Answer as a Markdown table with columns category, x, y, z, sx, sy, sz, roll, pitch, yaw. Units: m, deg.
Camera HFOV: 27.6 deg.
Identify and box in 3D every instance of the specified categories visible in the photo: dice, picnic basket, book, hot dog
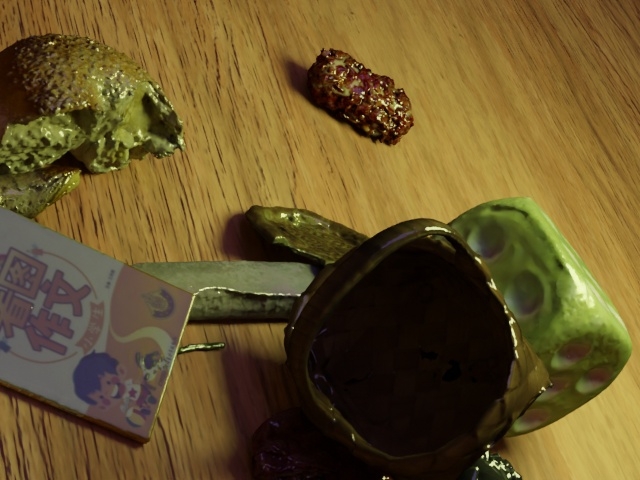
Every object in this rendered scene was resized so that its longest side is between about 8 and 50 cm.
| category | x | y | z | sx | sy | sz | roll | pitch | yaw |
| --- | --- | --- | --- | --- | --- | --- | --- | --- | --- |
| dice | 0.271 | 0.111 | 1.848 | 0.254 | 0.249 | 0.252 | 38 | 21 | -52 |
| picnic basket | 0.085 | 0.112 | 1.590 | 0.337 | 0.293 | 0.337 | 47 | -5 | 5 |
| book | -0.308 | 0.096 | 1.557 | 0.295 | 0.020 | 0.208 | 26 | 58 | -18 |
| hot dog | -0.386 | -0.055 | 1.668 | 0.168 | 0.061 | 0.078 | -9 | 22 | -23 |

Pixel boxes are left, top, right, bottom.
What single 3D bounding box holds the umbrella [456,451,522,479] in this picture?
| category | x | y | z | sx | sy | sz | roll | pitch | yaw |
| --- | --- | --- | --- | --- | --- | --- | --- | --- | --- |
| umbrella | 0.175 | 0.408 | 1.618 | 0.154 | 0.128 | 0.337 | 16 | 45 | -5 |

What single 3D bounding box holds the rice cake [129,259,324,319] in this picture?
| category | x | y | z | sx | sy | sz | roll | pitch | yaw |
| --- | --- | --- | --- | --- | --- | --- | --- | --- | --- |
| rice cake | -0.105 | 0.071 | 1.775 | 0.399 | 0.064 | 0.070 | 1 | 45 | -40 |

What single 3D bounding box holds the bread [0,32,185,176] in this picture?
| category | x | y | z | sx | sy | sz | roll | pitch | yaw |
| --- | --- | --- | --- | --- | --- | --- | --- | --- | --- |
| bread | -0.337 | -0.194 | 1.772 | 0.314 | 0.171 | 0.192 | -1 | 55 | -43 |

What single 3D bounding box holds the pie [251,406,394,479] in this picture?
| category | x | y | z | sx | sy | sz | roll | pitch | yaw |
| --- | --- | --- | --- | --- | --- | --- | --- | --- | --- |
| pie | 0.011 | 0.307 | 1.633 | 0.204 | 0.054 | 0.219 | 7 | 44 | -36 |

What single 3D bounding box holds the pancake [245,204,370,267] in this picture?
| category | x | y | z | sx | sy | sz | roll | pitch | yaw |
| --- | --- | --- | --- | --- | --- | --- | --- | --- | --- |
| pancake | 0.000 | 0.000 | 1.912 | 0.235 | 0.029 | 0.212 | 21 | 17 | -2 |

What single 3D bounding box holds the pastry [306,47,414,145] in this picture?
| category | x | y | z | sx | sy | sz | roll | pitch | yaw |
| --- | --- | --- | --- | --- | --- | --- | --- | --- | --- |
| pastry | 0.073 | -0.247 | 2.255 | 0.208 | 0.097 | 0.115 | 32 | 46 | -12 |

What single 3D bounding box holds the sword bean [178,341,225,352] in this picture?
| category | x | y | z | sx | sy | sz | roll | pitch | yaw |
| --- | --- | --- | --- | --- | --- | --- | --- | --- | --- |
| sword bean | -0.159 | 0.139 | 1.699 | 0.083 | 0.012 | 0.012 | -3 | 53 | -42 |
